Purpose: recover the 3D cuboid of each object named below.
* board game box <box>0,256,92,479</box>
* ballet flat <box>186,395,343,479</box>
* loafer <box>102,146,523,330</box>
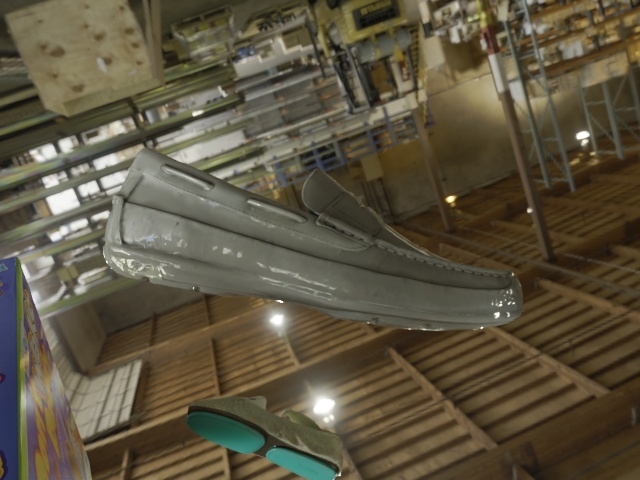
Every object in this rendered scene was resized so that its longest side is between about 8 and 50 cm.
[{"bbox_3d":[-0.187,0.193,0.343,0.078,0.233,0.347,-15,-149,-21],"label":"board game box"},{"bbox_3d":[-0.051,0.180,0.546,0.057,0.168,0.052,-43,-156,35],"label":"ballet flat"},{"bbox_3d":[0.000,0.000,0.437,0.319,0.111,0.112,11,174,-4],"label":"loafer"}]
